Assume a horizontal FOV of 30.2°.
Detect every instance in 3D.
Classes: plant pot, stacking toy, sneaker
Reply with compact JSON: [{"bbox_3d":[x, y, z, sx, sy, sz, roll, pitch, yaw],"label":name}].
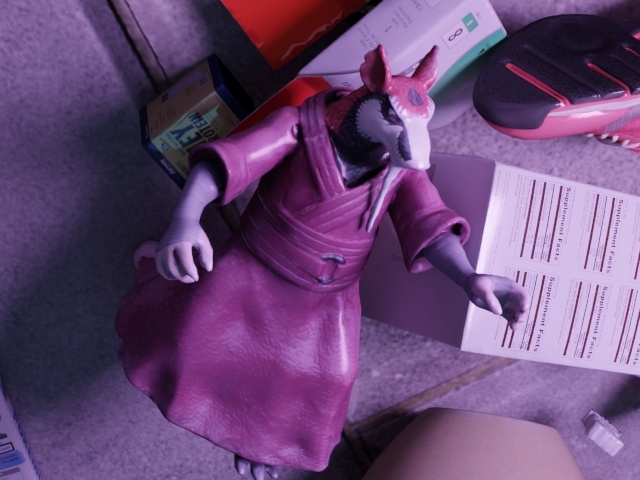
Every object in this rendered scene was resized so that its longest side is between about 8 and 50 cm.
[{"bbox_3d":[0.153,0.268,1.161,0.284,0.284,0.190,14,78,-19],"label":"plant pot"},{"bbox_3d":[0.265,0.082,1.159,0.221,0.052,0.167,40,102,-1],"label":"stacking toy"},{"bbox_3d":[0.263,-0.119,1.006,0.314,0.116,0.136,-18,136,-26],"label":"sneaker"}]

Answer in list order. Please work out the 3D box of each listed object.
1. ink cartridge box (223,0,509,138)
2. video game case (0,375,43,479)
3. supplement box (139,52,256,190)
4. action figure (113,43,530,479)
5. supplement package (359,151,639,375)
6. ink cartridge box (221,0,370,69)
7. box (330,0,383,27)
[{"bbox_3d":[0.050,-0.117,0.972,0.225,0.056,0.181,-41,160,8],"label":"ink cartridge box"},{"bbox_3d":[-0.442,0.228,1.120,0.329,0.036,0.299,-14,120,-3],"label":"video game case"},{"bbox_3d":[-0.101,-0.099,0.989,0.083,0.083,0.056,-36,117,9],"label":"supplement box"},{"bbox_3d":[0.000,0.000,0.918,0.248,0.275,0.370,24,117,-13],"label":"action figure"},{"bbox_3d":[0.157,0.015,1.002,0.203,0.194,0.149,10,92,-30],"label":"supplement package"},{"bbox_3d":[0.002,-0.270,0.906,0.232,0.066,0.189,-37,99,5],"label":"ink cartridge box"},{"bbox_3d":[0.049,-0.213,0.978,0.083,0.052,0.062,-38,118,9],"label":"box"}]
